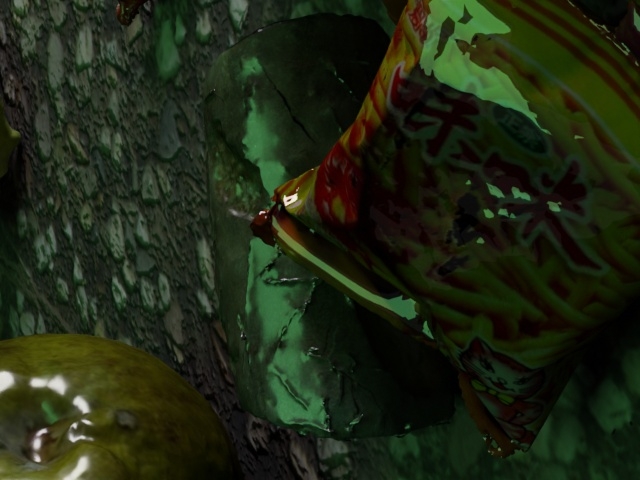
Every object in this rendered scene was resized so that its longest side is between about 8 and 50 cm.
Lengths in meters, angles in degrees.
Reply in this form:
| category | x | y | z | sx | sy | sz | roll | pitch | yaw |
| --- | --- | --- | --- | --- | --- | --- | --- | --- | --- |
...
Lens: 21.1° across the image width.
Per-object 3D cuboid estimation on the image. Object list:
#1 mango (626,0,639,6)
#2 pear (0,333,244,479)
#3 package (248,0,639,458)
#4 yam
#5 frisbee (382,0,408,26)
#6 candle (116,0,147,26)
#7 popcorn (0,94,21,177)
| category | x | y | z | sx | sy | sz | roll | pitch | yaw |
| --- | --- | --- | --- | --- | --- | --- | --- | --- | --- |
| mango | 0.197 | -0.150 | 0.779 | 0.190 | 0.075 | 0.098 | -5 | 103 | 56 |
| pear | -0.218 | 0.242 | 1.288 | 0.352 | 0.352 | 0.413 | 63 | 154 | 30 |
| package | 0.094 | -0.036 | 0.902 | 0.223 | 0.108 | 0.288 | 44 | 132 | 10 |
| yam | 0.000 | 0.000 | 1.071 | 0.154 | 0.154 | 0.254 | -19 | 81 | 59 |
| frisbee | 0.066 | -0.208 | 1.024 | 0.192 | 0.035 | 0.192 | 16 | 109 | 58 |
| candle | -0.141 | -0.232 | 1.352 | 0.048 | 0.053 | 0.162 | 67 | 148 | 35 |
| popcorn | -0.402 | -0.117 | 1.688 | 0.255 | 0.195 | 0.256 | -34 | 67 | 46 |
